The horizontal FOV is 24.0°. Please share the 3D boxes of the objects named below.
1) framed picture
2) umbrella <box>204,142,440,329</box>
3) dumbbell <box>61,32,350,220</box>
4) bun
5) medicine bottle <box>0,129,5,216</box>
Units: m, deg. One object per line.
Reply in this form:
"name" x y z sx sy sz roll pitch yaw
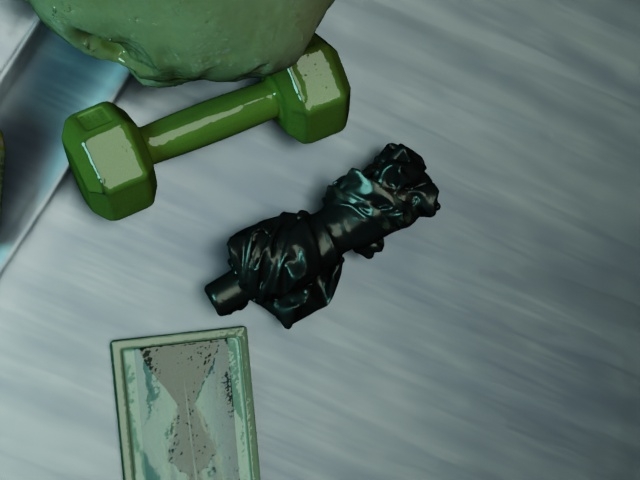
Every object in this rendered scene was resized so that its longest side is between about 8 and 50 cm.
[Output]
"framed picture" -0.143 0.199 1.617 0.150 0.015 0.203 -5 91 -15
"umbrella" 0.001 0.000 1.611 0.272 0.122 0.110 -33 54 -8
"dumbbell" -0.116 -0.124 1.576 0.302 0.121 0.108 -22 124 -13
"bun" -0.140 -0.301 1.496 0.362 0.234 0.326 18 62 18
"medicine bottle" -0.375 -0.097 1.503 0.122 0.122 0.212 4 89 -14
